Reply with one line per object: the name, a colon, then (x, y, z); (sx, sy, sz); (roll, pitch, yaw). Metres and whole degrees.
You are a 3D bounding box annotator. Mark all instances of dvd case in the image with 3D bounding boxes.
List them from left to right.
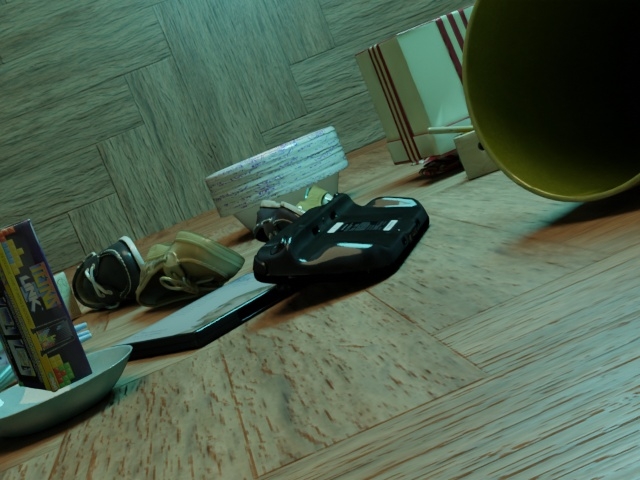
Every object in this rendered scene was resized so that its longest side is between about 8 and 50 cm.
dvd case: (-0.119, 0.083, 1.352); (0.180, 0.022, 0.253); (-15, 10, 45)

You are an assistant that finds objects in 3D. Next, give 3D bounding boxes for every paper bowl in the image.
paper bowl: (-0.079, -0.115, 2.191); (0.284, 0.148, 0.284); (-22, 8, 3)

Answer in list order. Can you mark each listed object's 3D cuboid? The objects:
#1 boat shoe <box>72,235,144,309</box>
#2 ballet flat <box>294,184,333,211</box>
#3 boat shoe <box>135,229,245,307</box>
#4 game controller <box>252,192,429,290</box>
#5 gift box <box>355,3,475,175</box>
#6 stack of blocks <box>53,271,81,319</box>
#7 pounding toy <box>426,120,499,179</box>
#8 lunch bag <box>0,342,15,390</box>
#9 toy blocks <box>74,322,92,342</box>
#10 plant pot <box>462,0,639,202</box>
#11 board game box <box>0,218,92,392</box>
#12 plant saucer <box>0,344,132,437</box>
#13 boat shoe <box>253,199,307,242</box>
boat shoe: (-0.368, 0.070, 1.883); (0.091, 0.114, 0.302); (-23, -5, -22)
ballet flat: (-0.003, -0.040, 1.796); (0.073, 0.080, 0.232); (7, 15, 7)
boat shoe: (-0.196, 0.052, 1.584); (0.285, 0.104, 0.089); (-18, 44, 65)
game controller: (0.034, -0.001, 1.323); (0.166, 0.067, 0.319); (6, 16, 14)
gift box: (0.230, -0.264, 1.922); (0.255, 0.258, 0.276); (-24, 8, -11)
stack of blocks: (-0.573, 0.159, 1.880); (0.171, 0.087, 0.297); (-19, 8, 22)
pounding toy: (0.260, -0.162, 1.714); (0.141, 0.100, 0.130); (-19, 7, 20)
lunch bag: (-0.486, 0.176, 1.281); (0.224, 0.108, 0.279); (-9, 26, 33)
toy blocks: (-0.381, 0.155, 1.473); (0.148, 0.054, 0.123); (-24, 7, -17)
plant pot: (0.349, -0.186, 1.144); (0.293, 0.275, 0.275); (-7, -5, -42)
board game box: (-0.308, 0.069, 1.124); (0.048, 0.170, 0.141); (-24, 8, -30)
plant saucer: (-0.284, 0.168, 1.150); (0.195, 0.037, 0.195); (-22, 7, 3)
boat shoe: (-0.049, -0.018, 1.604); (0.065, 0.075, 0.206); (-66, 22, -5)
